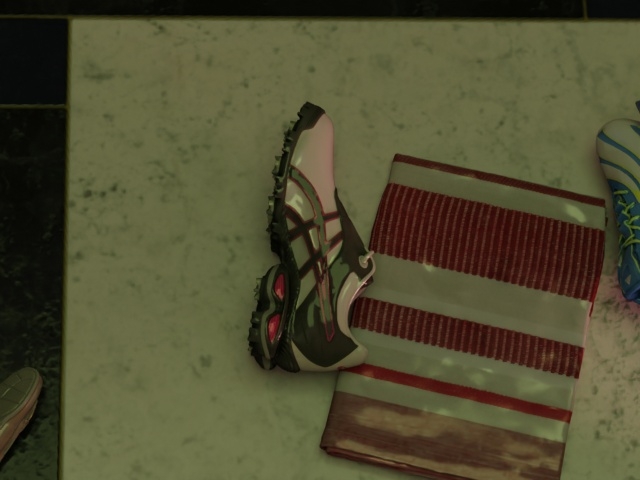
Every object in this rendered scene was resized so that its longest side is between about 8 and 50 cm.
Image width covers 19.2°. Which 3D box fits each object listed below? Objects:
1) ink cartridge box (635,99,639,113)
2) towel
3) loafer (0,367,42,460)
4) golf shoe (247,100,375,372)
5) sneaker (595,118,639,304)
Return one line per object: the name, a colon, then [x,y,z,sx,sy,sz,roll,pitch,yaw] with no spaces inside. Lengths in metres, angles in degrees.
ink cartridge box: [0.512,-0.051,1.912,0.307,0.072,0.303,-14,72,-30]
towel: [0.150,0.085,1.901,0.237,0.037,0.329,13,68,3]
loafer: [-0.310,0.181,1.836,0.045,0.039,0.125,18,63,38]
golf shoe: [0.000,0.000,1.884,0.120,0.105,0.273,6,79,2]
sneaker: [0.335,-0.013,1.898,0.126,0.091,0.240,-24,73,-41]
